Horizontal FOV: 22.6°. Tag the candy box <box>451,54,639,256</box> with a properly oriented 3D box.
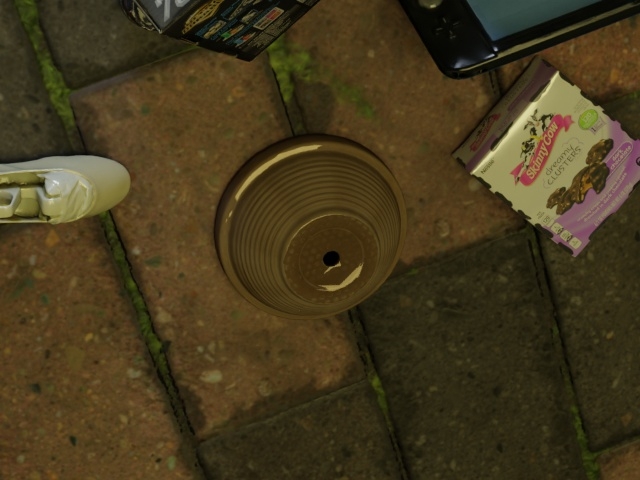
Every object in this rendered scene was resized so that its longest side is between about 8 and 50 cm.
[{"bbox_3d":[0.290,-0.102,1.972,0.196,0.070,0.165,36,100,-27],"label":"candy box"}]

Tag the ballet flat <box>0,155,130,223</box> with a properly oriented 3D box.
[{"bbox_3d":[-0.334,-0.048,1.811,0.249,0.086,0.086,-3,114,-15],"label":"ballet flat"}]

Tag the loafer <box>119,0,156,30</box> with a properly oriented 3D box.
[{"bbox_3d":[-0.106,-0.345,1.737,0.109,0.095,0.302,38,98,-28],"label":"loafer"}]

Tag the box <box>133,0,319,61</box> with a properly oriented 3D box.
[{"bbox_3d":[-0.027,-0.312,1.649,0.295,0.293,0.073,-40,80,13],"label":"box"}]

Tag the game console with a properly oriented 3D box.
[{"bbox_3d":[0.221,-0.357,1.792,0.293,0.250,0.173,-22,144,-6],"label":"game console"}]

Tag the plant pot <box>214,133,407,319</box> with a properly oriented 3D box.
[{"bbox_3d":[0.000,0.000,1.913,0.237,0.110,0.237,-6,114,-14],"label":"plant pot"}]
